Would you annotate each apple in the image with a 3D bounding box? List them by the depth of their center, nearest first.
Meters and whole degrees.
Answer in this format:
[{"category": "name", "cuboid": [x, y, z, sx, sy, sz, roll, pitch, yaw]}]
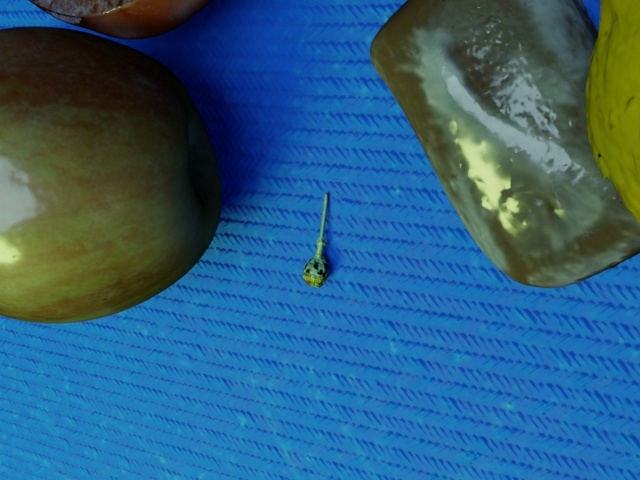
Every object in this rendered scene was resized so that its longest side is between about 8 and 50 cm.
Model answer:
[{"category": "apple", "cuboid": [-0.209, -0.058, 0.706, 0.234, 0.257, 0.257, -13, 95, 8]}]

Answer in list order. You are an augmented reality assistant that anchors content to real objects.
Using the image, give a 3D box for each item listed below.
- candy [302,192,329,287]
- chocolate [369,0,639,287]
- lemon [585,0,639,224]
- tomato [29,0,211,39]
[{"category": "candy", "cuboid": [0.000, 0.000, 0.735, 0.023, 0.025, 0.083, 10, 94, 39]}, {"category": "chocolate", "cuboid": [0.138, -0.083, 0.602, 0.157, 0.080, 0.254, -33, 85, 30]}, {"category": "lemon", "cuboid": [0.277, -0.089, 0.419, 0.293, 0.293, 0.293, 7, 105, 28]}, {"category": "tomato", "cuboid": [-0.150, -0.259, 0.693, 0.225, 0.085, 0.225, -8, 71, 23]}]
